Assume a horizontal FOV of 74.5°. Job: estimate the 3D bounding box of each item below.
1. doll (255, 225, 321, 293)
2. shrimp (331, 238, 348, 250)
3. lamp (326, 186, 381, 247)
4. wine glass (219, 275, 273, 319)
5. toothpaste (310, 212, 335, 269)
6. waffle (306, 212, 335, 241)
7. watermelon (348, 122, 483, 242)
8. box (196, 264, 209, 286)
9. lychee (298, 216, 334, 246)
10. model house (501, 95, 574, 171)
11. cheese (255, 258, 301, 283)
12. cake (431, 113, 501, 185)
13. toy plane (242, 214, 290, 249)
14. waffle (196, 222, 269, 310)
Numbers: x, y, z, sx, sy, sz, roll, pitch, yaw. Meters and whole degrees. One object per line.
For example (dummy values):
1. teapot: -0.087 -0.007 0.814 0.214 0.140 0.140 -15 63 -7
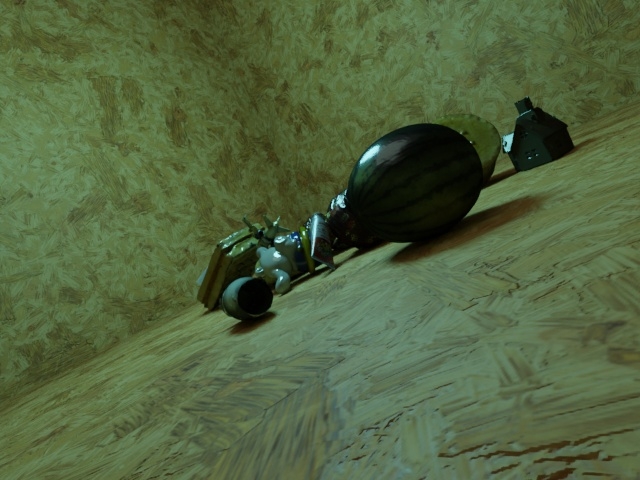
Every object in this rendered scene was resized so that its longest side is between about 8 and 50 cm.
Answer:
1. doll: -0.095 0.054 1.394 0.242 0.160 0.311 0 26 -7
2. shrimp: 0.091 0.012 1.790 0.165 0.057 0.065 -13 23 25
3. lamp: 0.137 -0.080 1.451 0.247 0.247 0.247 -25 3 1
4. wine glass: -0.189 0.149 1.074 0.111 0.111 0.204 -26 0 -26
5. toothpaste: 0.000 0.000 1.345 0.057 0.089 0.234 -46 29 29
6. waffle: 0.088 -0.088 1.854 0.382 0.095 0.380 -32 -10 -10
7. watermelon: 0.241 -0.144 1.041 0.359 0.279 0.279 -22 2 -15
8. box: -0.480 0.153 1.917 0.129 0.051 0.130 -52 -12 5
9. lychee: -0.020 -0.030 2.129 0.194 0.194 0.194 -25 3 1
10. model house: 0.766 -0.398 1.550 0.211 0.243 0.204 -27 4 -35
11. cheese: -0.130 0.084 1.658 0.259 0.128 0.316 -20 7 35
12. cake: 0.572 -0.322 1.782 0.332 0.332 0.321 -25 -29 -3
13. toy plane: -0.202 -0.010 1.590 0.244 0.229 0.092 -49 16 51
14. waffle: -0.373 0.120 1.796 0.261 0.114 0.376 -36 -17 -51
